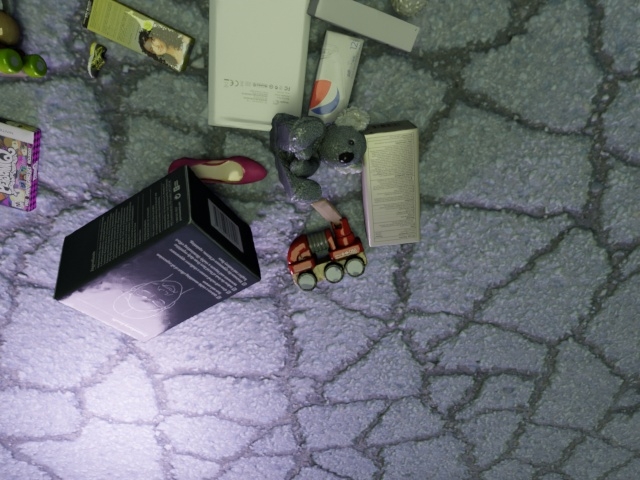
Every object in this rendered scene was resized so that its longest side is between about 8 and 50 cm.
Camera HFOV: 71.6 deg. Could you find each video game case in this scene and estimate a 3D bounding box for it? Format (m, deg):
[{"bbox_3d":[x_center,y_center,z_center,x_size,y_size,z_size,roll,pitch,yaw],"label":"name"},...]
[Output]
[{"bbox_3d":[-0.850,-0.208,1.153,0.211,0.041,0.231,17,113,-9],"label":"video game case"}]

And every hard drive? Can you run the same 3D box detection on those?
[{"bbox_3d":[-0.150,-0.448,1.071,0.233,0.047,0.352,5,115,-5],"label":"hard drive"}]

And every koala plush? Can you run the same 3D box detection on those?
[{"bbox_3d":[0.009,-0.220,1.028,0.222,0.203,0.196,-12,126,-17],"label":"koala plush"}]

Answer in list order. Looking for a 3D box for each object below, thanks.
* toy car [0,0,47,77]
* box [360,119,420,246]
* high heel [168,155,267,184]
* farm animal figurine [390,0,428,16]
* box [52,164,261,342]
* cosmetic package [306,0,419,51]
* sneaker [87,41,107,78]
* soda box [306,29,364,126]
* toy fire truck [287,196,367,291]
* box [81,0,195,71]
[{"bbox_3d":[-0.735,-0.467,0.993,0.155,0.149,0.188,2,104,8],"label":"toy car"},{"bbox_3d":[0.183,-0.149,1.185,0.148,0.121,0.310,-6,115,0],"label":"box"},{"bbox_3d":[-0.265,-0.177,1.153,0.245,0.117,0.082,10,114,-7],"label":"high heel"},{"bbox_3d":[0.132,-0.662,0.885,0.331,0.172,0.326,13,118,-18],"label":"farm animal figurine"},{"bbox_3d":[-0.407,0.049,1.149,0.396,0.211,0.293,-28,139,10],"label":"box"},{"bbox_3d":[0.095,-0.498,1.007,0.239,0.098,0.060,11,114,-19],"label":"cosmetic package"},{"bbox_3d":[-0.537,-0.431,1.069,0.035,0.031,0.083,14,114,-9],"label":"sneaker"},{"bbox_3d":[0.023,-0.357,1.094,0.091,0.098,0.285,11,115,-8],"label":"soda box"},{"bbox_3d":[0.000,0.000,1.244,0.217,0.158,0.246,-17,103,6],"label":"toy fire truck"},{"bbox_3d":[-0.420,-0.486,1.035,0.233,0.058,0.087,21,112,-11],"label":"box"}]
